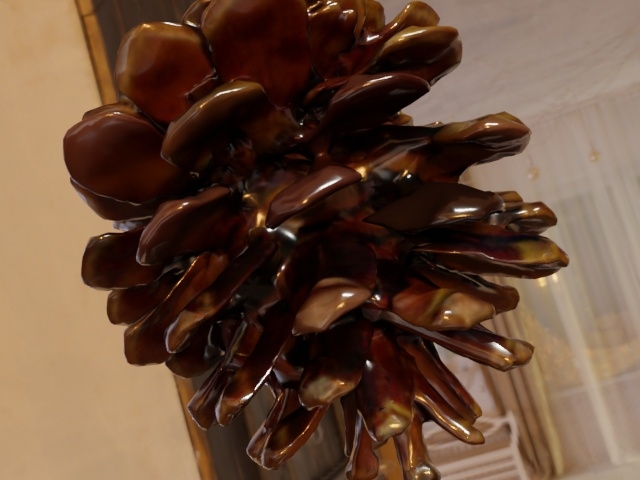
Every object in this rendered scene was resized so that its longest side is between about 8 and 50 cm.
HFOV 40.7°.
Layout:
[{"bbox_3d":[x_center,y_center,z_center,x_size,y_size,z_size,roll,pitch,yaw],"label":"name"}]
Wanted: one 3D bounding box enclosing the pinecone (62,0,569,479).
[{"bbox_3d":[0.009,0.001,0.455,0.264,0.264,0.264,-16,-8,-2],"label":"pinecone"}]
